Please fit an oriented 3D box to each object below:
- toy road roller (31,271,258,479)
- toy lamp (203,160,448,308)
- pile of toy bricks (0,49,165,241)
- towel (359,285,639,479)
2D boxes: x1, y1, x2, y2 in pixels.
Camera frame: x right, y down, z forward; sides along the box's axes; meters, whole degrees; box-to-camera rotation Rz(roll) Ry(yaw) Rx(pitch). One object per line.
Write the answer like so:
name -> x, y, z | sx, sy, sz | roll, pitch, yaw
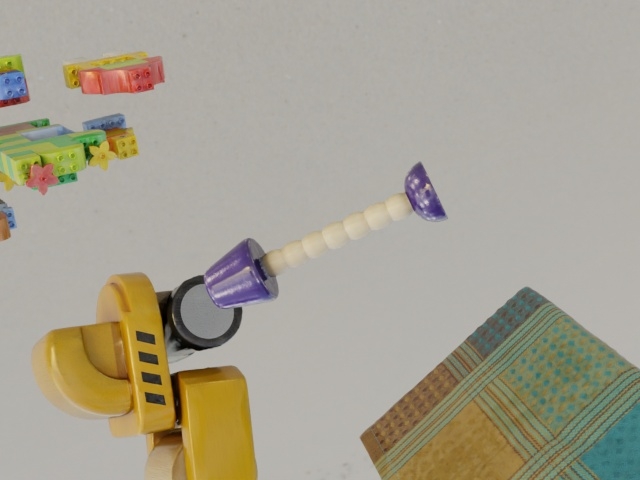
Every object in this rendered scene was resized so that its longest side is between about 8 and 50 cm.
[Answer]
toy road roller -> -0.231, 0.205, 0.990 | 0.240, 0.330, 0.202 | -5, 168, -29
toy lamp -> 0.000, 0.000, 0.853 | 0.274, 0.080, 0.080 | -26, 150, 9
pile of toy bricks -> -0.192, -0.059, 0.510 | 0.212, 0.105, 0.118 | -21, 120, -33
towel -> 0.190, 0.205, 0.712 | 0.271, 0.370, 0.040 | -42, 113, 2
